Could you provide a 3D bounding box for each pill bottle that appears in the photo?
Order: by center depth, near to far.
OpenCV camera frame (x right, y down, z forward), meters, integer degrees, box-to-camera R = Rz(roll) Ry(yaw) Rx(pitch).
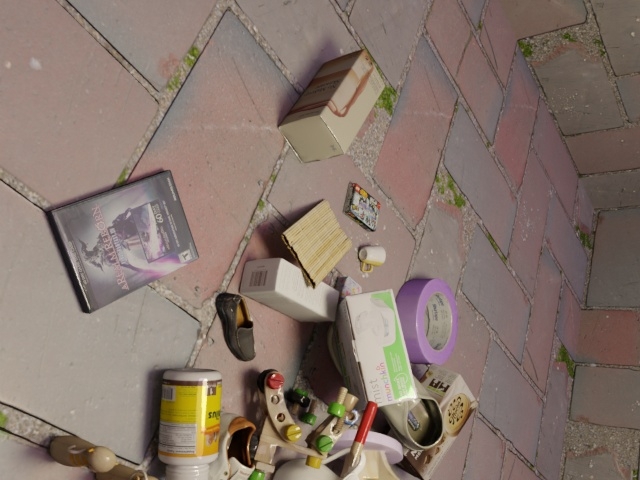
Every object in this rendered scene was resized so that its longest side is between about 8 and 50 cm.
[{"bbox_3d":[-0.256,0.364,1.223,0.117,0.117,0.215,10,79,-50],"label":"pill bottle"}]

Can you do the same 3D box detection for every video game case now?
[{"bbox_3d":[-0.366,-0.006,1.196,0.274,0.026,0.196,-32,111,-49],"label":"video game case"}]

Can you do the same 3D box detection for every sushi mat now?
[{"bbox_3d":[0.000,0.000,1.555,0.151,0.019,0.316,58,26,-6],"label":"sushi mat"}]

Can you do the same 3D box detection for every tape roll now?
[{"bbox_3d":[0.341,0.260,2.001,0.274,0.090,0.275,5,84,-51],"label":"tape roll"}]

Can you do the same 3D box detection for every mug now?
[{"bbox_3d":[0.146,0.050,1.801,0.064,0.062,0.078,6,75,-43],"label":"mug"}]

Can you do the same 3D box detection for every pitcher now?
[{"bbox_3d":[0.001,0.558,1.454,0.125,0.207,0.178,54,48,-33],"label":"pitcher"}]

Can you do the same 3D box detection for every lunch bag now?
[{"bbox_3d":[0.076,0.150,1.710,0.083,0.053,0.071,39,55,-31],"label":"lunch bag"}]

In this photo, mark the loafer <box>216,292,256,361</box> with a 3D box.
[{"bbox_3d":[-0.176,0.196,1.382,0.062,0.061,0.170,-41,118,-46],"label":"loafer"}]

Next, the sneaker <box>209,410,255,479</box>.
[{"bbox_3d":[-0.210,0.500,1.267,0.106,0.123,0.290,34,62,-46],"label":"sneaker"}]

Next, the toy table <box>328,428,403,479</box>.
[{"bbox_3d":[0.113,0.599,1.590,0.274,0.252,0.161,29,48,-37],"label":"toy table"}]

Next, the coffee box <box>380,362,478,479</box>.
[{"bbox_3d":[0.325,0.545,1.870,0.297,0.118,0.168,-48,126,-22],"label":"coffee box"}]

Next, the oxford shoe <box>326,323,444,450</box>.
[{"bbox_3d":[0.187,0.385,1.677,0.169,0.130,0.449,-40,97,-22],"label":"oxford shoe"}]

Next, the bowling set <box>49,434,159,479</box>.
[{"bbox_3d":[-0.358,0.475,1.057,0.287,0.154,0.200,45,54,-39],"label":"bowling set"}]

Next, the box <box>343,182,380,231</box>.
[{"bbox_3d":[0.122,-0.094,1.807,0.137,0.027,0.094,33,61,-44],"label":"box"}]

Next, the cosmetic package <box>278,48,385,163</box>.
[{"bbox_3d":[0.035,-0.352,1.627,0.129,0.153,0.296,54,47,-31],"label":"cosmetic package"}]

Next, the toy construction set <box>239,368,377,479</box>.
[{"bbox_3d":[-0.036,0.440,1.368,0.257,0.308,0.237,39,63,-33],"label":"toy construction set"}]

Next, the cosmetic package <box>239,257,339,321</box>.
[{"bbox_3d":[-0.069,0.123,1.480,0.231,0.117,0.086,32,61,-47],"label":"cosmetic package"}]

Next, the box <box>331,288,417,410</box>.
[{"bbox_3d":[0.119,0.274,1.519,0.126,0.231,0.262,-8,73,-12],"label":"box"}]
